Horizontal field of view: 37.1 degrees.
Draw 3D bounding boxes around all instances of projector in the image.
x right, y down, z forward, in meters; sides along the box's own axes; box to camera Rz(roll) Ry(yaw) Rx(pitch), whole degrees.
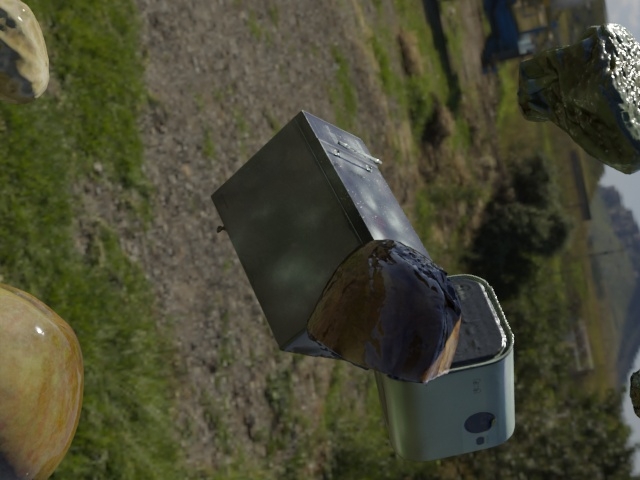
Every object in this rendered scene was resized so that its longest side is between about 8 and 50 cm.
[{"bbox_3d":[0.232,0.243,1.842,0.248,0.249,0.249,-104,-177,-51],"label":"projector"}]

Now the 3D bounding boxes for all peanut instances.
[{"bbox_3d":[-0.576,-0.372,1.620,0.313,0.152,0.152,50,25,-23],"label":"peanut"}]

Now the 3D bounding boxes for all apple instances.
[{"bbox_3d":[-0.401,0.178,1.153,0.234,0.257,0.257,-54,154,-9],"label":"apple"}]

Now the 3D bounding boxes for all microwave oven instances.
[{"bbox_3d":[0.000,0.000,2.087,0.236,0.374,0.432,21,36,-51],"label":"microwave oven"}]

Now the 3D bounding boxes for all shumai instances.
[{"bbox_3d":[0.467,-0.220,1.649,0.225,0.222,0.260,-11,77,-49],"label":"shumai"}]

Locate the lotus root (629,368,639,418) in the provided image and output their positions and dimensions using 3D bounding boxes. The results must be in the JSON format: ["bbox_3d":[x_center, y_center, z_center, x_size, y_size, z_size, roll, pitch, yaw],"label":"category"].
[{"bbox_3d":[0.455,0.281,1.061,0.322,0.158,0.140,63,-24,4],"label":"lotus root"}]

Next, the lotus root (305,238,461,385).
[{"bbox_3d":[0.121,0.108,1.564,0.192,0.272,0.272,-65,169,7],"label":"lotus root"}]
